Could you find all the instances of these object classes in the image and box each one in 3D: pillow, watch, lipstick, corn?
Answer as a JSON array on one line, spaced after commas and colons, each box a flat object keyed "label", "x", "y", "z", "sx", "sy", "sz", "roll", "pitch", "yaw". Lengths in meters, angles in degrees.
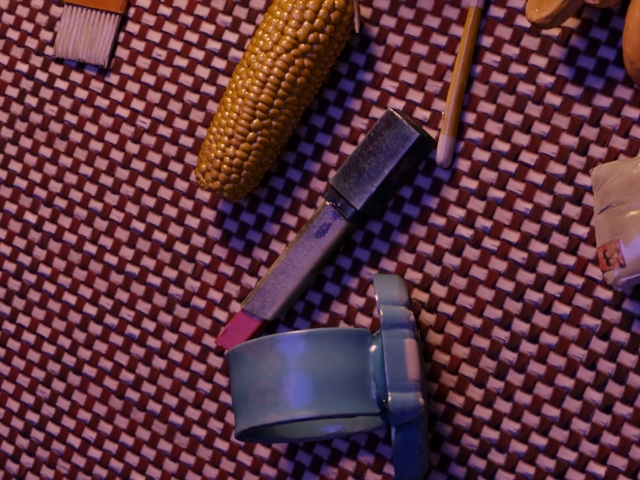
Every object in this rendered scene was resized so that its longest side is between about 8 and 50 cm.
[{"label": "pillow", "x": 0.363, "y": -0.037, "z": 1.350, "sx": 0.229, "sy": 0.051, "sz": 0.128, "roll": -16, "pitch": 70, "yaw": 21}, {"label": "watch", "x": 0.006, "y": 0.137, "z": 1.417, "sx": 0.193, "sy": 0.211, "sz": 0.211, "roll": -8, "pitch": 79, "yaw": 6}, {"label": "lipstick", "x": 0.000, "y": 0.000, "z": 1.516, "sx": 0.051, "sy": 0.051, "sz": 0.312, "roll": 44, "pitch": 104, "yaw": 22}, {"label": "corn", "x": -0.049, "y": -0.162, "z": 1.536, "sx": 0.260, "sy": 0.091, "sz": 0.091, "roll": -60, "pitch": 30, "yaw": 7}]

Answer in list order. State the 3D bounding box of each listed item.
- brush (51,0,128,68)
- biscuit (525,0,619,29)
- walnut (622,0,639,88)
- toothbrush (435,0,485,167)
[{"label": "brush", "x": -0.238, "y": -0.356, "z": 1.690, "sx": 0.090, "sy": 0.017, "sz": 0.314, "roll": 15, "pitch": 89, "yaw": 26}, {"label": "biscuit", "x": 0.275, "y": -0.316, "z": 1.399, "sx": 0.153, "sy": 0.030, "sz": 0.234, "roll": -10, "pitch": 58, "yaw": 52}, {"label": "walnut", "x": 0.363, "y": -0.207, "z": 1.314, "sx": 0.165, "sy": 0.165, "sz": 0.197, "roll": 34, "pitch": 108, "yaw": 24}, {"label": "toothbrush", "x": 0.151, "y": -0.215, "z": 1.488, "sx": 0.024, "sy": 0.021, "sz": 0.288, "roll": 12, "pitch": 88, "yaw": 36}]
